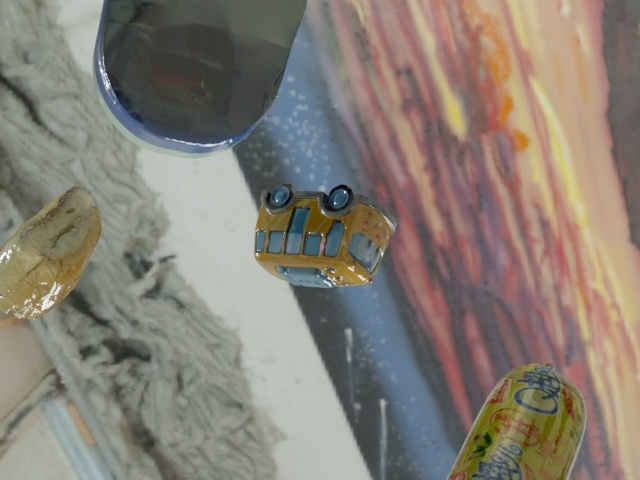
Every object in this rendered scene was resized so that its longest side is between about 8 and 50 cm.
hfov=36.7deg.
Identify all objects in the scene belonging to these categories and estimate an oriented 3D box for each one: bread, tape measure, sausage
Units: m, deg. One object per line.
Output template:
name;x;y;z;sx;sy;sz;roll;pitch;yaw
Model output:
bread;-0.276;0.015;0.981;0.082;0.106;0.125;48;-145;-15
tape measure;-0.176;-0.245;1.315;0.259;0.138;0.262;11;-91;-15
sausage;0.214;0.268;1.093;0.347;0.123;0.123;-55;-50;-38

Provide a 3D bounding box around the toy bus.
toy bus;0.000;0.000;1.451;0.126;0.210;0.136;43;-123;-50
